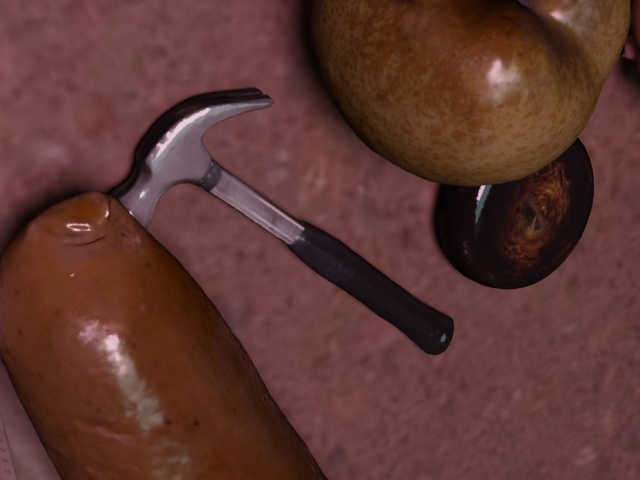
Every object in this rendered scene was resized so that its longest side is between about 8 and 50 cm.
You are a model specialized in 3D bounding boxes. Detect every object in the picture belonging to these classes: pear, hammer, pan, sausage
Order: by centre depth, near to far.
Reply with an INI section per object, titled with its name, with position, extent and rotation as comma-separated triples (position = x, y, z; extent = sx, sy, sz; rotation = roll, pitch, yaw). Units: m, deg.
[pear]
position = 0.078, -0.112, 0.542
extent = 0.167, 0.136, 0.167
rotation = 1, 76, -4
[hammer]
position = 0.000, 0.000, 0.626
extent = 0.246, 0.029, 0.103
rotation = 33, 95, -31
[sausage]
position = -0.031, 0.184, 0.627
extent = 0.136, 0.123, 0.501
rotation = -40, 119, -8
[pan]
position = 0.092, -0.048, 0.640
extent = 0.212, 0.040, 0.115
rotation = 36, 87, -31

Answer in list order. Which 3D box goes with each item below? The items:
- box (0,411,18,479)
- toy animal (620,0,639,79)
[box]
position = -0.225, 0.092, 0.385
extent = 0.210, 0.330, 0.095
rotation = 20, 101, -28
[toy animal]
position = 0.242, -0.120, 0.654
extent = 0.089, 0.083, 0.150
rotation = -42, 140, 20
